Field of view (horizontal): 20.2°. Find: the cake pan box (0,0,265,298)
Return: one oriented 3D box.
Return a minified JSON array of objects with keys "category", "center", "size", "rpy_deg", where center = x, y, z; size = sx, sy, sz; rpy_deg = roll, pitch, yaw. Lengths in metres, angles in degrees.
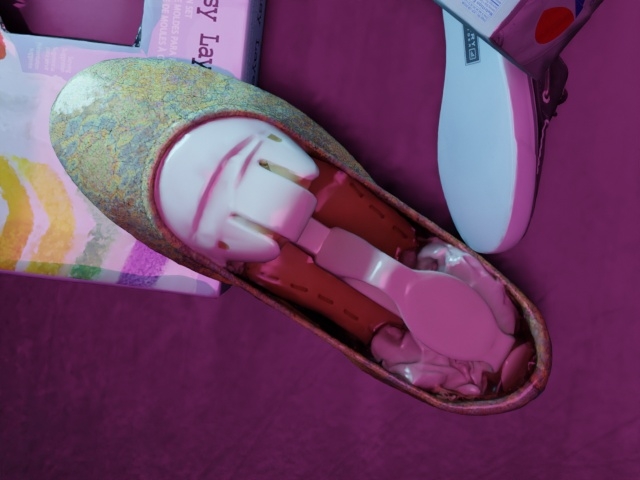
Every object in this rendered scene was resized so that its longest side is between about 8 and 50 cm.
[{"category":"cake pan box","center":[-0.164,-0.108,1.152],"size":[0.245,0.070,0.267],"rpy_deg":[8,97,2]}]

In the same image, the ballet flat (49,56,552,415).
[{"category":"ballet flat","center":[0.000,0.000,1.079],"size":[0.348,0.123,0.123],"rpy_deg":[33,98,-16]}]

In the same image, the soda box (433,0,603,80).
[{"category":"soda box","center":[0.041,-0.219,1.055],"size":[0.286,0.098,0.091],"rpy_deg":[42,98,24]}]

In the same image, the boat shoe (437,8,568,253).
[{"category":"boat shoe","center":[0.121,-0.108,1.127],"size":[0.076,0.080,0.228],"rpy_deg":[-6,91,-33]}]
